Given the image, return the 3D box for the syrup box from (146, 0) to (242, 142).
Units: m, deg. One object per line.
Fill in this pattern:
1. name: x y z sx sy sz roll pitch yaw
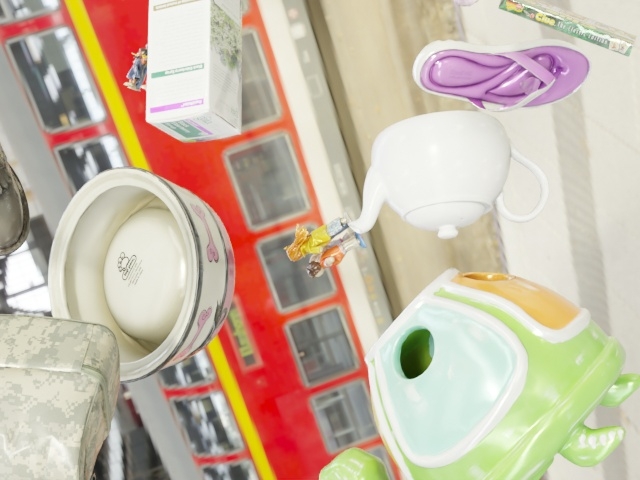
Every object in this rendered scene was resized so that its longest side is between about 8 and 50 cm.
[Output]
1. syrup box: -0.162 -0.255 1.167 0.093 0.096 0.237 27 -120 -65

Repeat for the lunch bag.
1. lunch bag: -0.470 0.266 1.350 0.212 0.305 0.256 102 174 -45

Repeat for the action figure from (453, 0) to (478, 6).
1. action figure: 0.199 -0.436 0.896 0.276 0.370 0.248 53 165 46

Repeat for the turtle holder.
1. turtle holder: 0.158 0.174 0.951 0.227 0.243 0.320 43 134 11

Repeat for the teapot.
1. teapot: 0.213 -0.096 1.517 0.252 0.256 0.187 8 -110 -47

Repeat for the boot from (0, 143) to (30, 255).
1. boot: -0.369 -0.108 0.910 0.263 0.091 0.229 69 162 -5

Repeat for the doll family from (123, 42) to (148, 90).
1. doll family: -0.374 -0.383 1.975 0.193 0.076 0.111 18 91 44

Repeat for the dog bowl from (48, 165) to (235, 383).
1. dog bowl: -0.338 0.067 1.742 0.150 0.408 0.408 5 -121 -55

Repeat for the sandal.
1. sandal: 0.403 -0.344 1.956 0.102 0.416 0.169 -107 20 -48

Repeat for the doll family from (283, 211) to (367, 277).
1. doll family: 0.000 0.000 1.974 0.118 0.163 0.263 58 -177 -3

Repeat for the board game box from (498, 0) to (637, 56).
1. board game box: 0.478 -0.420 1.731 0.136 0.259 0.030 -45 -23 -59
